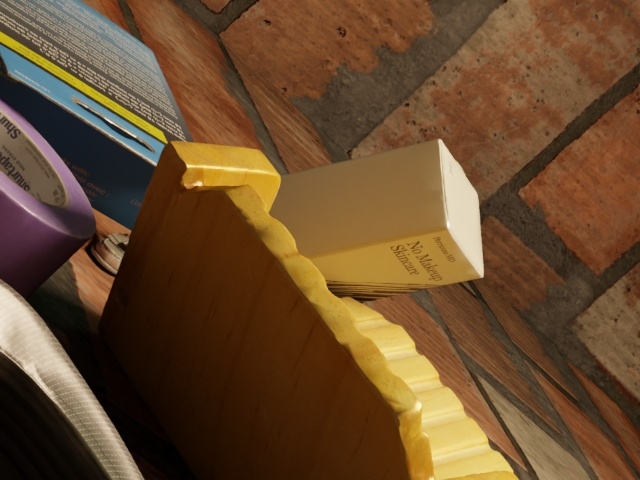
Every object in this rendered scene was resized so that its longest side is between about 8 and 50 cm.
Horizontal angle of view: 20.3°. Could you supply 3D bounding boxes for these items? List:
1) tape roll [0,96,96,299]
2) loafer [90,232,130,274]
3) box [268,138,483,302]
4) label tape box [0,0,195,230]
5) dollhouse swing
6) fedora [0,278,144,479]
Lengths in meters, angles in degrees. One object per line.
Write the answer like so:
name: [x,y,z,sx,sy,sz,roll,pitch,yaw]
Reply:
tape roll: [-0.261,-0.046,1.330,0.189,0.080,0.189,46,11,-11]
loafer: [-0.166,0.010,1.620,0.045,0.039,0.125,50,10,18]
box: [0.000,0.000,1.609,0.113,0.275,0.094,47,35,-55]
label tape box: [-0.234,-0.122,1.581,0.240,0.106,0.334,32,16,-31]
dollhouse swing: [0.056,0.105,1.390,0.305,0.315,0.347,-17,58,-36]
fedora: [-0.170,0.150,0.831,0.275,0.124,0.243,58,14,9]
